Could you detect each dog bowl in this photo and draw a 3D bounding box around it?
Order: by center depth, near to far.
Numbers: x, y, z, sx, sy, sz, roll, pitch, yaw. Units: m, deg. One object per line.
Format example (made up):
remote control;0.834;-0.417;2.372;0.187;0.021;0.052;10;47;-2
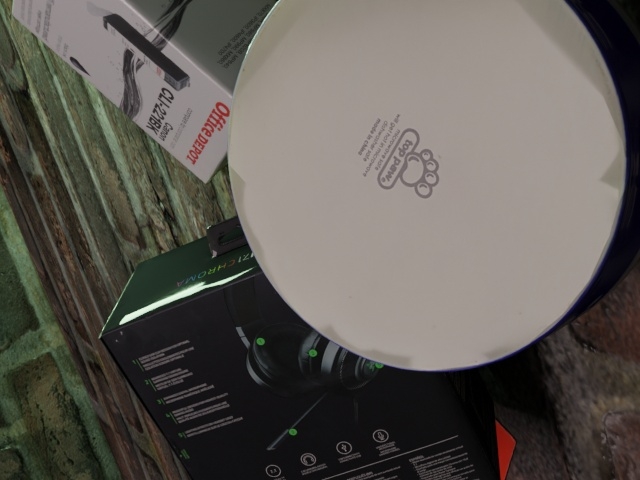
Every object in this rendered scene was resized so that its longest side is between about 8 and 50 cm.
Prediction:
dog bowl;0.075;-0.055;0.635;0.265;0.104;0.264;7;103;30

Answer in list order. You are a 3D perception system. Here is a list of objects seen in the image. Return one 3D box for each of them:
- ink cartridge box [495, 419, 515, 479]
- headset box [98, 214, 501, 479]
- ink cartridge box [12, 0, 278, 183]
ink cartridge box;0.091;0.186;1.051;0.232;0.066;0.189;51;153;37
headset box;-0.013;0.105;0.867;0.283;0.246;0.131;61;-164;-21
ink cartridge box;-0.156;-0.207;0.988;0.273;0.114;0.197;41;155;-4
